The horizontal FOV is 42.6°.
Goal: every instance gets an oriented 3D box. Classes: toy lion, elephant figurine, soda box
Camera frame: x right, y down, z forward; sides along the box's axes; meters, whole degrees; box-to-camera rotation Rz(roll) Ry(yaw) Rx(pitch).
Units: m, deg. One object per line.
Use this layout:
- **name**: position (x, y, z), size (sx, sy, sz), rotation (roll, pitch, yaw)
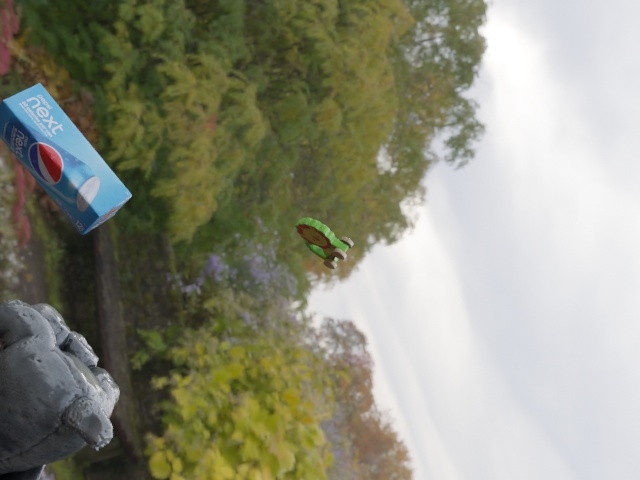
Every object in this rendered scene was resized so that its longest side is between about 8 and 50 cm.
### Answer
- **toy lion**: position (0.000, 0.000, 1.349), size (0.096, 0.034, 0.100), rotation (33, -22, -2)
- **elephant figurine**: position (-0.319, 0.183, 0.768), size (0.169, 0.239, 0.186), rotation (51, -6, 6)
- **soda box**: position (-0.374, -0.116, 1.183), size (0.210, 0.071, 0.067), rotation (51, -45, -4)
